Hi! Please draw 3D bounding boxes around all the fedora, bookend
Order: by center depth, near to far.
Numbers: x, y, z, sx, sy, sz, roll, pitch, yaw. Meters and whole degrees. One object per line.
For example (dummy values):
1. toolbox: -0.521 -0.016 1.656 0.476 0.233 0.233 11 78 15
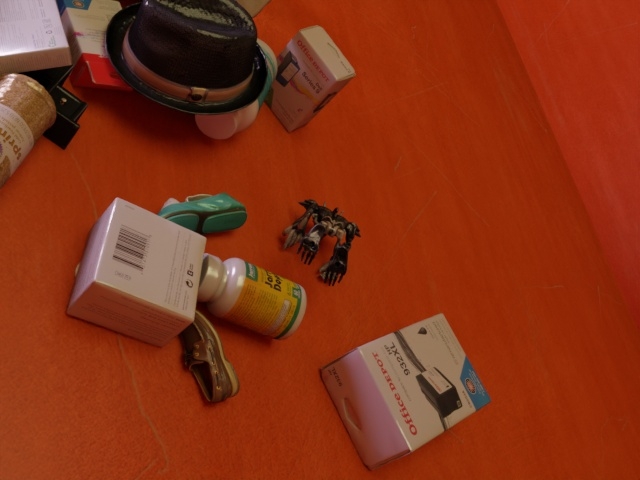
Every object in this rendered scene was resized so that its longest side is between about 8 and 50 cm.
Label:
1. bookend: -0.496 -0.278 1.336 0.157 0.072 0.156 37 41 -17
2. fedora: -0.248 -0.407 1.425 0.334 0.152 0.333 12 55 -18

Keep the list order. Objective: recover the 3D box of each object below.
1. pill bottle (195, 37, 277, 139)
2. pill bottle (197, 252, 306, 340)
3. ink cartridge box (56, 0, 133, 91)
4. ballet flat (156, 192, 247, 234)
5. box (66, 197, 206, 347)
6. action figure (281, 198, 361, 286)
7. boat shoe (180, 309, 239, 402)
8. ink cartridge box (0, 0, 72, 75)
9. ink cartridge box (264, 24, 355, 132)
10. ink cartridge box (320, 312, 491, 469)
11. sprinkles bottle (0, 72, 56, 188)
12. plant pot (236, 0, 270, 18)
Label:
1. pill bottle: -0.195 -0.338 1.607 0.146 0.146 0.264 36 41 -18
2. pill bottle: -0.140 0.102 1.344 0.209 0.118 0.117 26 46 -27
3. ink cartridge box: -0.448 -0.384 1.457 0.134 0.078 0.230 -5 64 -44
4. ballet flat: -0.255 -0.047 1.395 0.087 0.083 0.247 41 33 27
5. box: -0.308 0.057 1.219 0.182 0.119 0.180 26 45 -28
6. action figure: 0.000 0.000 1.547 0.164 0.141 0.275 34 15 -7
7. boat shoe: -0.206 0.200 1.249 0.060 0.064 0.177 -19 77 -51
8. ink cartridge box: -0.576 -0.372 1.282 0.224 0.045 0.223 -12 49 -18
9. ink cartridge box: -0.041 -0.391 1.740 0.154 0.212 0.093 53 40 2
10. ink cartridge box: 0.182 0.302 1.485 0.308 0.129 0.223 -12 70 -47
11. sprinkles bottle: -0.549 -0.124 1.131 0.121 0.121 0.355 34 42 -19
12. plant pot: -0.283 -0.614 1.640 0.305 0.334 0.333 49 38 -21
